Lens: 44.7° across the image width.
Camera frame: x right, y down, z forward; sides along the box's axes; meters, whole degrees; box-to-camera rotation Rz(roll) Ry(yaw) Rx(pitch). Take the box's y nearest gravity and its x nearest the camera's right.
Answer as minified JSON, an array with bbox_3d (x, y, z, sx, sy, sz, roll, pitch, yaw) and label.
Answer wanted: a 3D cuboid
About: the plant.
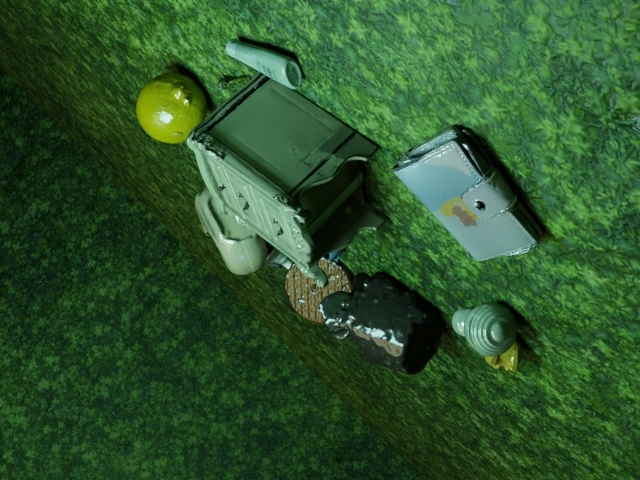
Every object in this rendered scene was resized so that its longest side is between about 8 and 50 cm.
[{"bbox_3d":[0.149,0.202,1.906,0.276,0.199,0.188,26,152,33],"label":"plant"}]

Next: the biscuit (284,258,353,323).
[{"bbox_3d":[-0.001,0.135,2.163,0.212,0.212,0.036,46,-152,-3],"label":"biscuit"}]

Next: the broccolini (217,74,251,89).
[{"bbox_3d":[-0.186,-0.346,1.711,0.035,0.030,0.140,45,161,-30],"label":"broccolini"}]

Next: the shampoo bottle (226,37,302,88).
[{"bbox_3d":[-0.112,-0.347,1.494,0.190,0.041,0.069,33,165,38],"label":"shampoo bottle"}]

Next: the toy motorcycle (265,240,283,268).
[{"bbox_3d":[-0.200,0.008,2.484,0.213,0.082,0.122,54,161,-22],"label":"toy motorcycle"}]

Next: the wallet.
[{"bbox_3d":[0.240,-0.071,1.252,0.231,0.069,0.170,46,146,-15],"label":"wallet"}]

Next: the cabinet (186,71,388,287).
[{"bbox_3d":[-0.058,-0.119,1.582,0.318,0.227,0.290,38,161,25],"label":"cabinet"}]

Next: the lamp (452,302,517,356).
[{"bbox_3d":[0.327,0.176,1.582,0.106,0.106,0.193,47,171,-7],"label":"lamp"}]

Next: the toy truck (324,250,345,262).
[{"bbox_3d":[0.000,0.000,2.031,0.136,0.063,0.074,42,-177,24],"label":"toy truck"}]

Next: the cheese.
[{"bbox_3d":[-0.247,-0.033,2.124,0.266,0.127,0.233,60,167,14],"label":"cheese"}]

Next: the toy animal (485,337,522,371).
[{"bbox_3d":[0.384,0.236,1.665,0.070,0.083,0.159,15,171,4],"label":"toy animal"}]

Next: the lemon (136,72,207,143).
[{"bbox_3d":[-0.367,-0.330,1.929,0.173,0.173,0.206,48,154,-10],"label":"lemon"}]

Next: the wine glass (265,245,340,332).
[{"bbox_3d":[-0.028,0.127,2.266,0.321,0.143,0.143,43,164,3],"label":"wine glass"}]
